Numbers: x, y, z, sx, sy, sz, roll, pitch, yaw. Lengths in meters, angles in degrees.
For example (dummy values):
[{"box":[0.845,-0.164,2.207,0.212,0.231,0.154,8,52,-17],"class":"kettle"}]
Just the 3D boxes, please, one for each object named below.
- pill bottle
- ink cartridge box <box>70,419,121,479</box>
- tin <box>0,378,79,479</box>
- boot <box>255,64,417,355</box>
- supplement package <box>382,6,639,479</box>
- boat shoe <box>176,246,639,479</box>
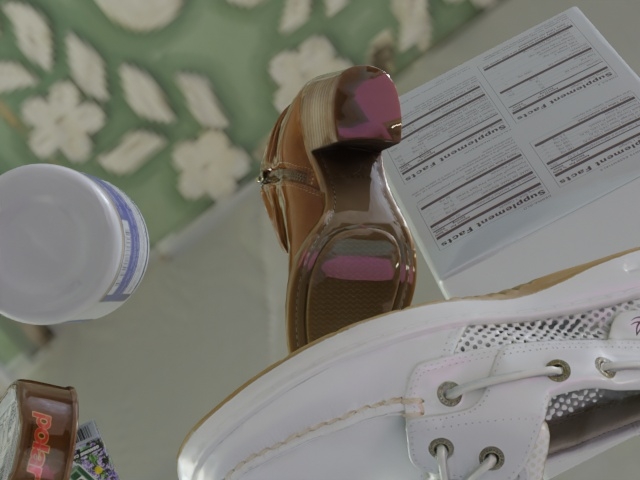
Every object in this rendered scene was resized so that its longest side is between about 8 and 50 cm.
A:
[{"box":[-0.185,0.005,1.302,0.112,0.112,0.186,-38,176,2],"class":"pill bottle"},{"box":[-0.159,0.184,1.203,0.063,0.115,0.029,-23,-153,-8],"class":"ink cartridge box"},{"box":[-0.176,0.142,0.999,0.190,0.040,0.106,132,-28,-58],"class":"tin"},{"box":[0.000,0.000,1.064,0.152,0.073,0.197,157,-57,-70],"class":"boot"},{"box":[0.179,-0.005,1.326,0.198,0.199,0.263,-28,-150,3],"class":"supplement package"},{"box":[0.074,0.083,0.819,0.277,0.096,0.098,-19,152,-11],"class":"boat shoe"}]
